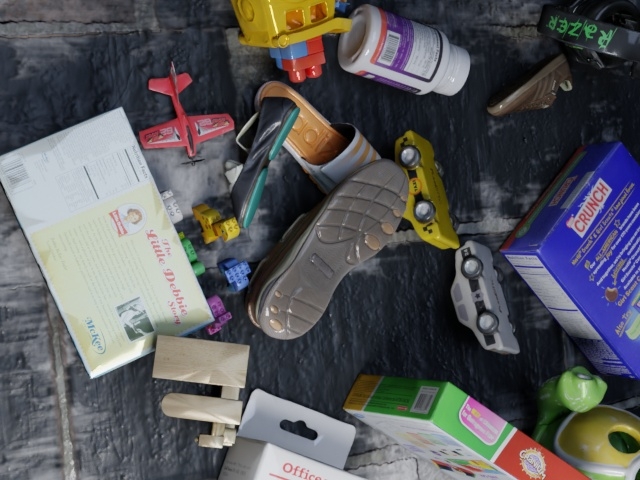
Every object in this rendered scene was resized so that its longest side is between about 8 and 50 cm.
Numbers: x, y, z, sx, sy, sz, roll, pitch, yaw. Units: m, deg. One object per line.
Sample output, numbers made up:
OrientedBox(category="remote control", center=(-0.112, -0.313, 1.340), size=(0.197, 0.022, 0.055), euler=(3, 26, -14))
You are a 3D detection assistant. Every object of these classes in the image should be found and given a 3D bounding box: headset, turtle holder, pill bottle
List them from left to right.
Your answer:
OrientedBox(category="pill bottle", center=(0.133, -0.290, 1.803), size=(0.194, 0.108, 0.108), euler=(14, 80, -28))
OrientedBox(category="turtle holder", center=(0.467, 0.364, 1.883), size=(0.243, 0.227, 0.320), euler=(4, 86, -28))
OrientedBox(category="headset", center=(0.526, -0.318, 1.973), size=(0.394, 0.243, 0.185), euler=(-6, 115, -46))

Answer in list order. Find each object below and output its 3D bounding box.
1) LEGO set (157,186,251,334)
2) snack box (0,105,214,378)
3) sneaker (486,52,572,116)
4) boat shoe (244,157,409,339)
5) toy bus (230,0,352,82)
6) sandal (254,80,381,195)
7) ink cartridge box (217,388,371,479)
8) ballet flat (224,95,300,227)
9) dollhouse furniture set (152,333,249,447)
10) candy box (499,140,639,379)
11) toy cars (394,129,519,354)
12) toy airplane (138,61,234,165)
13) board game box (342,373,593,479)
OrientedBox(category="LEGO set", center=(-0.153, 0.013, 1.636), size=(0.087, 0.093, 0.227), euler=(-29, 101, -27))
OrientedBox(category="snack box", center=(-0.291, 0.002, 1.560), size=(0.187, 0.060, 0.321), euler=(-25, 99, -15))
OrientedBox(category="sneaker", center=(0.363, -0.247, 1.952), size=(0.188, 0.066, 0.071), euler=(-37, 105, -25))
OrientedBox(category="boat shoe", center=(0.000, 0.000, 1.704), size=(0.324, 0.116, 0.123), euler=(-47, 117, -17))
OrientedBox(category="toy bus", center=(-0.021, -0.351, 1.712), size=(0.220, 0.149, 0.211), euler=(-25, 112, -30))
OrientedBox(category="sandal", center=(0.012, -0.141, 1.745), size=(0.265, 0.076, 0.102), euler=(39, 70, -21))
OrientedBox(category="ink cartridge box", center=(-0.050, 0.411, 1.655), size=(0.207, 0.119, 0.353), euler=(24, 76, -25))
OrientedBox(category="ballet flat", center=(-0.098, -0.120, 1.689), size=(0.074, 0.074, 0.203), euler=(23, 93, -26))
OrientedBox(category="dollhouse furniture set", center=(-0.173, 0.210, 1.602), size=(0.123, 0.151, 0.144), euler=(8, 83, -7))
OrientedBox(category="candy box", center=(0.496, 0.034, 1.979), size=(0.268, 0.122, 0.317), euler=(-48, 110, -21))
OrientedBox(category="toy cars", center=(0.198, 0.017, 1.827), size=(0.393, 0.087, 0.176), euler=(59, 26, -17))
OrientedBox(category="toy airplane", center=(-0.202, -0.179, 1.656), size=(0.151, 0.028, 0.151), euler=(2, 85, -30))
OrientedBox(category="board game box", center=(0.222, 0.309, 1.744), size=(0.317, 0.242, 0.064), euler=(35, 71, -24))
